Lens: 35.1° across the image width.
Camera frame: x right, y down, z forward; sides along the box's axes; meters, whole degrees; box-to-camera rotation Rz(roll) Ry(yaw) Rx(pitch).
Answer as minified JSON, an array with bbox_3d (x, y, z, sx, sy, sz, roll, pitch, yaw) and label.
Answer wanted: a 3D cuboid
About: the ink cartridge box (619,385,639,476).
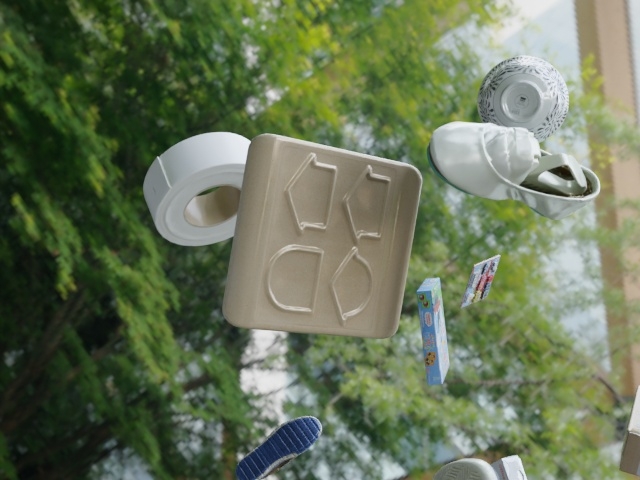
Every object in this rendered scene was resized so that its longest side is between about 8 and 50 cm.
[{"bbox_3d":[0.661,0.361,1.790,0.234,0.193,0.088,15,-66,19],"label":"ink cartridge box"}]

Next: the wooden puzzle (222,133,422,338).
[{"bbox_3d":[0.000,0.000,1.760,0.080,0.347,0.322,10,-89,57],"label":"wooden puzzle"}]

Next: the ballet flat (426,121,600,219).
[{"bbox_3d":[0.347,-0.131,1.731,0.400,0.139,0.139,16,10,-43],"label":"ballet flat"}]

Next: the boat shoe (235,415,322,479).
[{"bbox_3d":[-0.078,0.393,1.907,0.066,0.183,0.066,57,-6,18],"label":"boat shoe"}]

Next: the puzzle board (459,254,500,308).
[{"bbox_3d":[0.382,0.100,2.412,0.011,0.096,0.128,38,-48,34],"label":"puzzle board"}]

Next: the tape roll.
[{"bbox_3d":[-0.256,-0.113,2.304,0.286,0.286,0.100,88,-20,-56],"label":"tape roll"}]

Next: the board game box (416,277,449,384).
[{"bbox_3d":[0.255,0.202,2.284,0.160,0.039,0.212,-33,117,-75],"label":"board game box"}]

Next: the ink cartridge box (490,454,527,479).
[{"bbox_3d":[0.391,0.530,2.203,0.122,0.052,0.089,-44,-125,48],"label":"ink cartridge box"}]

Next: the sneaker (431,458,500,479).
[{"bbox_3d":[0.281,0.510,1.915,0.350,0.148,0.131,117,-38,-49],"label":"sneaker"}]

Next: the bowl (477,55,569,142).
[{"bbox_3d":[0.371,-0.257,1.867,0.170,0.170,0.080,52,16,2],"label":"bowl"}]
